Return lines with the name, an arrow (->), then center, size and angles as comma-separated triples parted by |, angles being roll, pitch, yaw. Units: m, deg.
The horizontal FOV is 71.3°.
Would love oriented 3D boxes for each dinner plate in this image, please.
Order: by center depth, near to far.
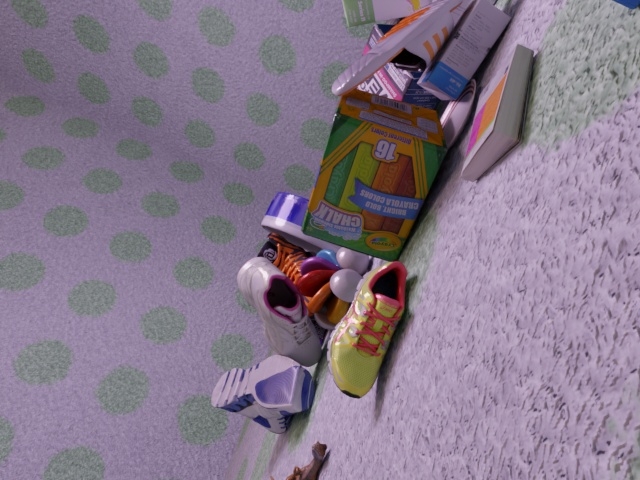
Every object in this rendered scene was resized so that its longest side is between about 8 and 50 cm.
dinner plate -> 0.221, -0.196, 0.739 | 0.141, 0.017, 0.141 | -158, 90, -85

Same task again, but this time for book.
book -> 0.215, -0.155, 0.552 | 0.096, 0.035, 0.144 | 116, 175, -66

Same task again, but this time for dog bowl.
dog bowl -> -0.029, -0.034, 1.263 | 0.265, 0.265, 0.104 | 149, 145, -82

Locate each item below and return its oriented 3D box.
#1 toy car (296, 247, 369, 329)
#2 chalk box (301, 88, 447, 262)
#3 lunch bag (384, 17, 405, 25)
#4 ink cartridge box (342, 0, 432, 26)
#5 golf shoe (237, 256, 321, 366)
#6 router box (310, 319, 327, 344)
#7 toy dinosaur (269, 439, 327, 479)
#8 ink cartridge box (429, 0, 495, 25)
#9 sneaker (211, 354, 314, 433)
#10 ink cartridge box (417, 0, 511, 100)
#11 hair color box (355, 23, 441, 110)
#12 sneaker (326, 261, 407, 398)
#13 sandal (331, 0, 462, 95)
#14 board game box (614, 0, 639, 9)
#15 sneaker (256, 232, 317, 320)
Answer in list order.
toy car -> 0.018, 0.089, 0.962 | 0.182, 0.136, 0.159 | -73, 7, -48
chalk box -> 0.079, -0.092, 0.794 | 0.179, 0.180, 0.289 | -75, 1, -56
lunch bag -> 0.199, -0.461, 1.202 | 0.287, 0.169, 0.235 | -68, 12, -11
ink cartridge box -> 0.231, -0.629, 1.034 | 0.119, 0.353, 0.207 | 67, -155, -52
golf shoe -> -0.074, 0.179, 1.005 | 0.115, 0.306, 0.140 | -40, 23, -23
router box -> -0.011, 0.219, 1.217 | 0.179, 0.046, 0.133 | 130, 163, -72
toy dinosaur -> -0.043, 0.412, 0.739 | 0.211, 0.064, 0.112 | -54, -6, 32
ink cartridge box -> 0.272, -0.464, 0.935 | 0.219, 0.093, 0.160 | 119, 170, -56
sneaker -> -0.107, 0.386, 1.099 | 0.315, 0.182, 0.127 | -21, 40, 41
ink cartridge box -> 0.244, -0.327, 0.741 | 0.180, 0.060, 0.104 | -57, 7, 16
hair color box -> 0.133, -0.271, 0.994 | 0.174, 0.105, 0.347 | 66, 152, 27
sneaker -> 0.071, 0.113, 0.621 | 0.094, 0.081, 0.208 | 124, 168, -58
sandal -> 0.133, -0.304, 0.740 | 0.265, 0.076, 0.102 | -41, 27, -6
board game box -> 0.290, -0.319, 0.367 | 0.160, 0.047, 0.210 | 118, 172, -54
sneaker -> -0.082, 0.086, 1.162 | 0.124, 0.180, 0.321 | -58, 23, 8
